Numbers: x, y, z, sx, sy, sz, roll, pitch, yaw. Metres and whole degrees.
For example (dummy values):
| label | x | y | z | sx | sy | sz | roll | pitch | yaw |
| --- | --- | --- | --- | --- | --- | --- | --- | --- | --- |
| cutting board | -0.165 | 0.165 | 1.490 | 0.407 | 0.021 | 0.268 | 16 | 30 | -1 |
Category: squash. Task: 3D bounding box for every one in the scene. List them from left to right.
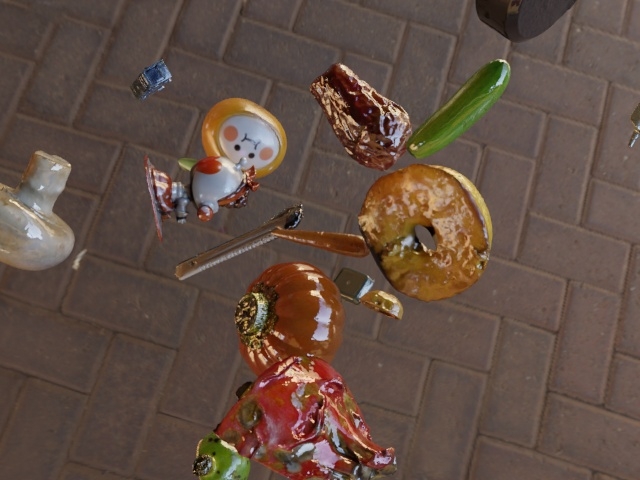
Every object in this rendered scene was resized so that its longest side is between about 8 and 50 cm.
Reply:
| label | x | y | z | sx | sy | sz | roll | pitch | yaw |
| --- | --- | --- | --- | --- | --- | --- | --- | --- | --- |
| squash | 0.309 | -0.284 | 1.471 | 0.292 | 0.082 | 0.082 | -43 | 77 | 19 |

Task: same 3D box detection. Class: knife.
| label | x | y | z | sx | sy | sz | roll | pitch | yaw |
| --- | --- | --- | --- | --- | --- | --- | --- | --- | --- |
| knife | -0.196 | 0.010 | 1.624 | 0.365 | 0.089 | 0.043 | -26 | 118 | 6 |

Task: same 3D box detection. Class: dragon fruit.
| label | x | y | z | sx | sy | sz | roll | pitch | yaw |
| --- | --- | --- | --- | --- | --- | --- | --- | --- | --- |
| dragon fruit | 0.018 | 0.262 | 0.917 | 0.211 | 0.262 | 0.134 | 36 | 97 | 27 |

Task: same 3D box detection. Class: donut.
| label | x | y | z | sx | sy | sz | roll | pitch | yaw |
| --- | --- | --- | --- | --- | --- | --- | --- | --- | --- |
| donut | 0.191 | -0.018 | 1.180 | 0.253 | 0.253 | 0.118 | 38 | 36 | 9 |

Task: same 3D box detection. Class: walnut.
| label | x | y | z | sx | sy | sz | roll | pitch | yaw |
| --- | --- | --- | --- | --- | --- | --- | --- | --- | --- |
| walnut | 0.161 | 0.158 | 1.681 | 0.121 | 0.091 | 0.052 | 24 | 77 | 19 |

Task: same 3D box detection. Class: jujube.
| label | x | y | z | sx | sy | sz | roll | pitch | yaw |
| --- | --- | --- | --- | --- | --- | --- | --- | --- | --- |
| jujube | 0.119 | -0.368 | 1.940 | 0.342 | 0.216 | 0.216 | 44 | 74 | -2 |

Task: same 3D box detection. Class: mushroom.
| label | x | y | z | sx | sy | sz | roll | pitch | yaw |
| --- | --- | --- | --- | --- | --- | --- | --- | --- | --- |
| mushroom | -0.535 | -0.054 | 1.173 | 0.206 | 0.206 | 0.209 | 5 | 82 | -2 |

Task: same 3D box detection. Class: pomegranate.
| label | x | y | z | sx | sy | sz | roll | pitch | yaw |
| --- | --- | --- | --- | --- | --- | --- | --- | --- | --- |
| pomegranate | -0.215 | 0.487 | 1.444 | 0.122 | 0.169 | 0.143 | -5 | 64 | -9 |

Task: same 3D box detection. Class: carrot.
| label | x | y | z | sx | sy | sz | roll | pitch | yaw |
| --- | --- | --- | --- | --- | --- | --- | --- | --- | --- |
| carrot | 0.000 | 0.000 | 1.326 | 0.216 | 0.048 | 0.048 | 9 | 71 | 13 |

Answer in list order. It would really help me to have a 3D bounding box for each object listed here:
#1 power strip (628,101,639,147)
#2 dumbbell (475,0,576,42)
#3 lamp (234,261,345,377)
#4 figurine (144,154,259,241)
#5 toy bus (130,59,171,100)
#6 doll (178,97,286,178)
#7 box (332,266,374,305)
| label | x | y | z | sx | sy | sz | roll | pitch | yaw |
| --- | --- | --- | --- | --- | --- | --- | --- | --- | --- |
| power strip | 0.594 | -0.270 | 1.117 | 0.027 | 0.060 | 0.253 | 43 | 110 | 37 |
| dumbbell | 0.176 | -0.332 | 0.713 | 0.152 | 0.152 | 0.218 | -39 | 64 | -14 |
| lamp | -0.054 | 0.147 | 1.175 | 0.196 | 0.223 | 0.223 | 18 | 67 | -38 |
| figurine | -0.241 | -0.113 | 1.383 | 0.226 | 0.183 | 0.160 | -12 | 108 | -11 |
| toy bus | -0.374 | -0.349 | 1.451 | 0.065 | 0.166 | 0.047 | -35 | 104 | -20 |
| doll | -0.202 | -0.223 | 1.608 | 0.213 | 0.213 | 0.236 | 39 | 104 | 9 |
| box | 0.083 | 0.123 | 1.822 | 0.091 | 0.126 | 0.031 | -54 | 127 | -12 |
